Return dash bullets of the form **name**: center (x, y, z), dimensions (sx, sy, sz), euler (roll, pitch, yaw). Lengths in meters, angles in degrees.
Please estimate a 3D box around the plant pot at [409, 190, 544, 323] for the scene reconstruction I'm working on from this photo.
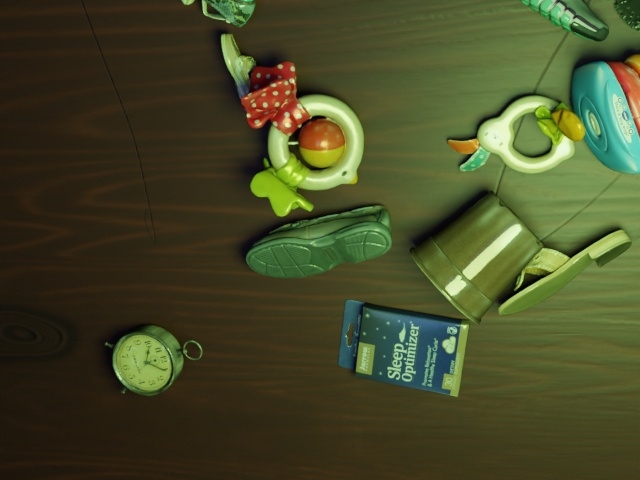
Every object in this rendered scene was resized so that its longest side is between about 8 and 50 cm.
- **plant pot**: center (0.261, 0.019, 1.332), dimensions (0.165, 0.167, 0.167), euler (-44, 90, 11)

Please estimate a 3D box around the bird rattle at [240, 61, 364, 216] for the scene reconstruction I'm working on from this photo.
- **bird rattle**: center (-0.031, -0.173, 1.386), dimensions (0.206, 0.143, 0.254), euler (-3, 102, -7)

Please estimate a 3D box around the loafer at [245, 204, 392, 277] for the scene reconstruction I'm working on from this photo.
- **loafer**: center (0.000, 0.000, 1.439), dimensions (0.267, 0.084, 0.096), euler (-10, 132, 20)

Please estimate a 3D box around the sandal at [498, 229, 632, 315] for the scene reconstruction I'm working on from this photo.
- **sandal**: center (0.385, 0.034, 1.354), dimensions (0.240, 0.088, 0.079), euler (-31, 63, 12)

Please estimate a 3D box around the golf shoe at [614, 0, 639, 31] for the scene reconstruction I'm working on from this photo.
- **golf shoe**: center (0.540, -0.342, 1.218), dimensions (0.198, 0.094, 0.077), euler (27, 131, 31)

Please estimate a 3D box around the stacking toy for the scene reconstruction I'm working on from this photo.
- **stacking toy**: center (0.545, -0.227, 1.215), dimensions (0.301, 0.166, 0.175), euler (-21, 97, 3)

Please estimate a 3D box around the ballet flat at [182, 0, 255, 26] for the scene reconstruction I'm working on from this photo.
- **ballet flat**: center (-0.201, -0.417, 1.387), dimensions (0.188, 0.070, 0.070), euler (30, 109, 9)

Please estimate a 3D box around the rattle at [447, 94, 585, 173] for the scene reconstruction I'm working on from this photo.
- **rattle**: center (0.302, -0.150, 1.288), dimensions (0.199, 0.143, 0.130), euler (-6, 120, 9)

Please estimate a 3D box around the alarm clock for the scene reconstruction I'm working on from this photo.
- **alarm clock**: center (-0.310, 0.223, 1.567), dimensions (0.192, 0.064, 0.129), euler (-13, 100, 19)

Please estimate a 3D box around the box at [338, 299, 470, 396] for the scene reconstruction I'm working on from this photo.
- **box**: center (0.143, 0.190, 1.461), dimensions (0.225, 0.036, 0.137), euler (9, 105, 13)

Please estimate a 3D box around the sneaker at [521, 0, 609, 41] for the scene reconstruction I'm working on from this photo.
- **sneaker**: center (0.354, -0.392, 1.243), dimensions (0.223, 0.083, 0.098), euler (33, 104, 5)

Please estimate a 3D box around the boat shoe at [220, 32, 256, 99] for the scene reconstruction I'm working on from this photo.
- **boat shoe**: center (-0.130, -0.294, 1.407), dimensions (0.045, 0.050, 0.135), euler (-16, 109, 14)
